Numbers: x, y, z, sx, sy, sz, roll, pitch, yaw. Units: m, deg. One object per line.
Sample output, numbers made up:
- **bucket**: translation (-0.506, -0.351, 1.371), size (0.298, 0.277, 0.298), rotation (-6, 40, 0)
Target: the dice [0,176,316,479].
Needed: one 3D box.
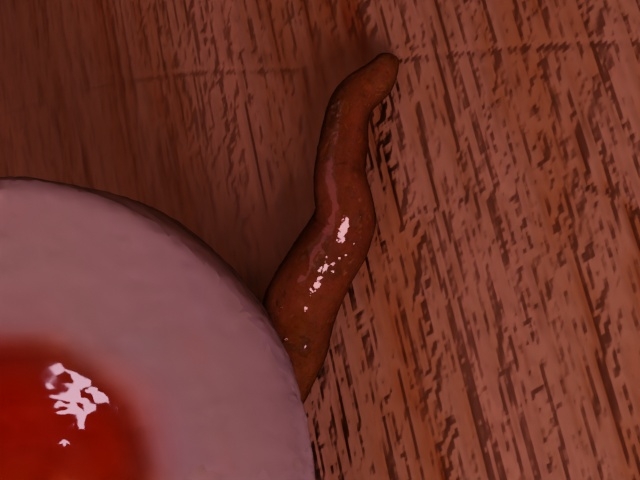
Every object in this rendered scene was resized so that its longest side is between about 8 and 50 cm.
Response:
- **dice**: translation (-0.170, 0.116, 0.632), size (0.251, 0.259, 0.243), rotation (-29, 64, 56)

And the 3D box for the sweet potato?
- **sweet potato**: translation (0.003, 0.002, 0.642), size (0.044, 0.044, 0.179), rotation (26, 105, 52)
